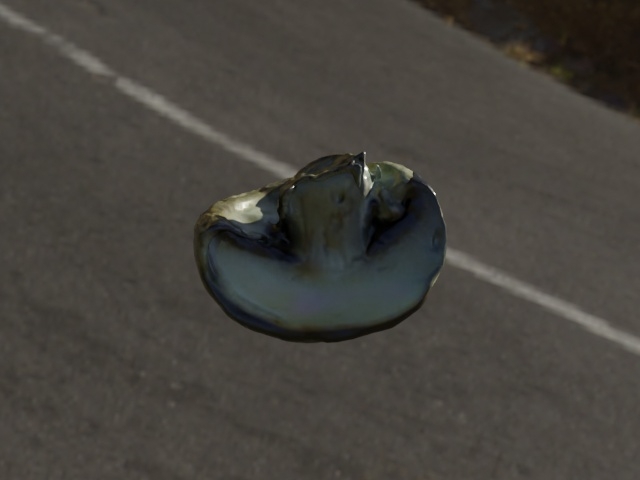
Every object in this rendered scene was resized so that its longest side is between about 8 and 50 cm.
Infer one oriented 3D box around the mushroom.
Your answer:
[{"bbox_3d":[0.006,0.006,1.647,0.267,0.189,0.164,-23,12,5],"label":"mushroom"}]
